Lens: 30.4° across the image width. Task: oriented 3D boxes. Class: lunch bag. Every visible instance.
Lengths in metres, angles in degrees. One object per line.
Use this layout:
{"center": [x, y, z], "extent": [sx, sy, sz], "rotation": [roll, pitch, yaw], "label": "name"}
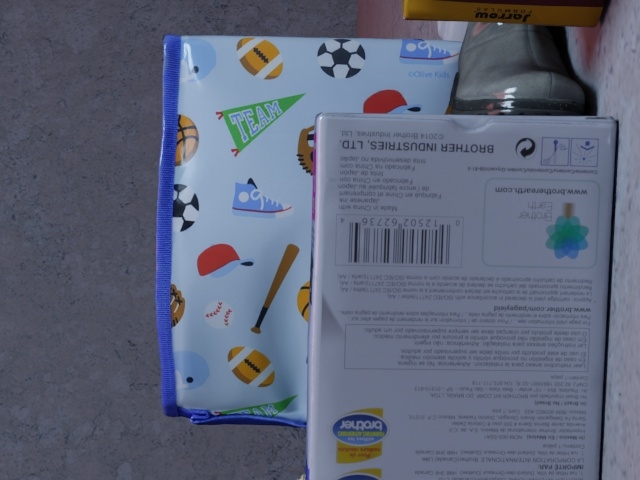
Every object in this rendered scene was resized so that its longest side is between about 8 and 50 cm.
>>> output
{"center": [0.000, 0.000, 1.216], "extent": [0.239, 0.327, 0.386], "rotation": [52, -142, -83], "label": "lunch bag"}

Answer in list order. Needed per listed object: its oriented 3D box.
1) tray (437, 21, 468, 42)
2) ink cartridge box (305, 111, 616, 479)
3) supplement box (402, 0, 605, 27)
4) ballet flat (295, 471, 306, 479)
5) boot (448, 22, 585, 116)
{"center": [0.156, -0.330, 1.296], "extent": [0.270, 0.030, 0.145], "rotation": [95, 177, -59], "label": "tray"}
{"center": [0.084, 0.076, 0.746], "extent": [0.065, 0.185, 0.311], "rotation": [-153, 65, -85], "label": "ink cartridge box"}
{"center": [0.122, -0.270, 0.739], "extent": [0.191, 0.129, 0.194], "rotation": [95, 176, -56], "label": "supplement box"}
{"center": [0.033, 0.250, 0.979], "extent": [0.483, 0.164, 0.182], "rotation": [-44, 46, 52], "label": "ballet flat"}
{"center": [0.144, -0.168, 0.867], "extent": [0.246, 0.083, 0.161], "rotation": [-104, 22, -78], "label": "boot"}
